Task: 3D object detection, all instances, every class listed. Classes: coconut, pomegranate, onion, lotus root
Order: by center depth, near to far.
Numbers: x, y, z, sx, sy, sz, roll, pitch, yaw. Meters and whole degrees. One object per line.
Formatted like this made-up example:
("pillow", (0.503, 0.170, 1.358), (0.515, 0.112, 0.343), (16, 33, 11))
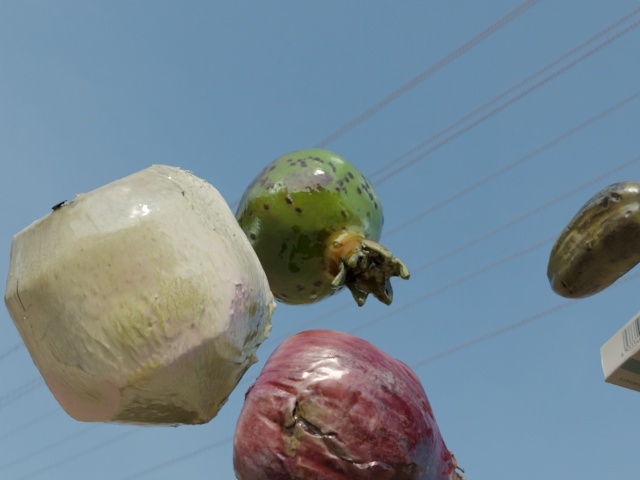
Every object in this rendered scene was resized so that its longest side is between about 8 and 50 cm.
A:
("coconut", (-0.154, 0.058, 1.043), (0.227, 0.227, 0.230), (-25, -85, 43))
("lotus root", (0.311, -0.002, 1.249), (0.080, 0.089, 0.179), (7, -40, -29))
("onion", (0.050, 0.221, 1.292), (0.283, 0.227, 0.120), (23, -17, -7))
("pomegranate", (-0.013, 0.008, 1.649), (0.230, 0.286, 0.231), (-9, -46, -9))

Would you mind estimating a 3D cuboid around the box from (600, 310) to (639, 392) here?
("box", (0.595, 0.168, 1.632), (0.343, 0.065, 0.200), (17, -43, -15))
